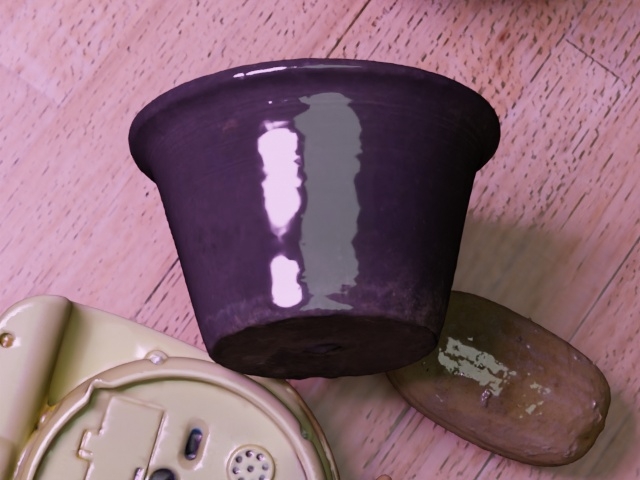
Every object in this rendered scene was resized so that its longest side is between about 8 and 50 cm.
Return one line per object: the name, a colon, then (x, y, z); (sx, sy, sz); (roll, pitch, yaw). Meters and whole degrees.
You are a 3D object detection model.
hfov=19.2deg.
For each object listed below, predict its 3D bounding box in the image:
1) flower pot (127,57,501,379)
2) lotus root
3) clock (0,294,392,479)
flower pot: (0.000, 0.000, 1.161); (0.235, 0.235, 0.148); (-1, 70, -7)
lotus root: (0.104, 0.084, 1.251); (0.183, 0.077, 0.090); (31, 79, -2)
clock: (-0.090, 0.178, 1.205); (0.308, 0.096, 0.235); (16, 79, -5)
